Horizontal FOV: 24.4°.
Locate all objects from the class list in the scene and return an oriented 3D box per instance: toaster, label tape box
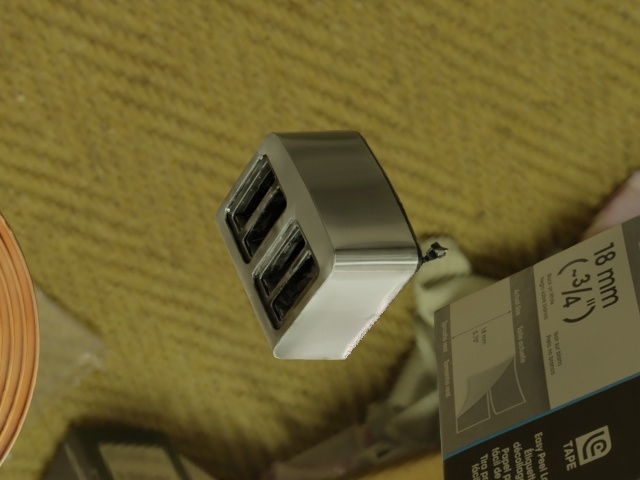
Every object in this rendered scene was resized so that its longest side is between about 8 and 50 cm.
[{"bbox_3d":[0.000,0.000,1.364,0.110,0.168,0.185,-2,144,-36],"label":"toaster"},{"bbox_3d":[0.244,0.086,0.970,0.334,0.240,0.106,-27,123,21],"label":"label tape box"}]

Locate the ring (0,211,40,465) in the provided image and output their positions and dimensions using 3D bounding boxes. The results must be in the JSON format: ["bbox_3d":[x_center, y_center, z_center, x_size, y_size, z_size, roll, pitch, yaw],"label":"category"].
[{"bbox_3d":[-0.377,0.073,1.103,0.337,0.032,0.336,0,89,-3],"label":"ring"}]
